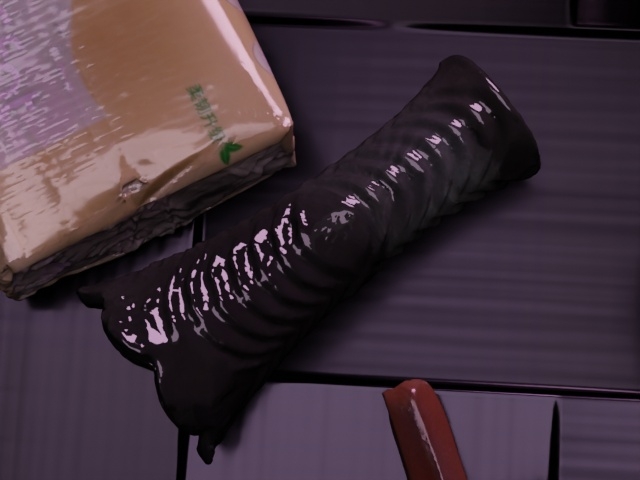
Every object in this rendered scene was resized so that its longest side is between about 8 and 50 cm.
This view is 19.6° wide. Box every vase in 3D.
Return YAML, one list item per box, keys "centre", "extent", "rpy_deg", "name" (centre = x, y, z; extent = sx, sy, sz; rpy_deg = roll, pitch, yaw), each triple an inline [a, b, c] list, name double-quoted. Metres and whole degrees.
- centre: [0.000, 0.000, 0.974]
  extent: [0.237, 0.115, 0.115]
  rpy_deg: [-38, 80, -8]
  name: "vase"

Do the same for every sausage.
- centre: [0.067, 0.144, 0.975]
  extent: [0.030, 0.035, 0.147]
  rpy_deg: [-17, 82, -3]
  name: "sausage"

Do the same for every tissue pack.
- centre: [-0.136, -0.104, 1.000]
  extent: [0.186, 0.090, 0.222]
  rpy_deg: [-25, 80, -3]
  name: "tissue pack"
